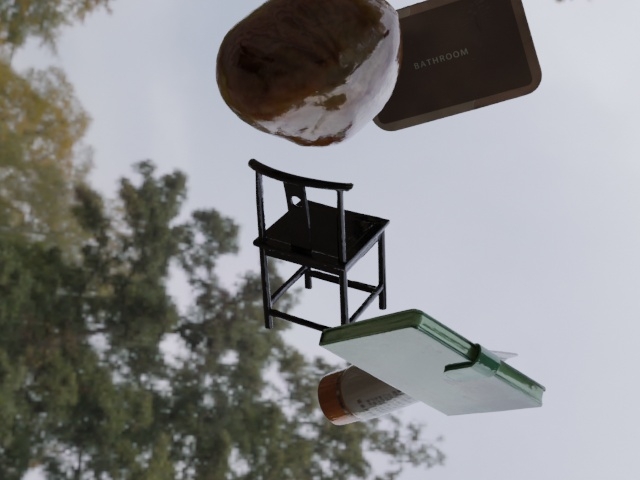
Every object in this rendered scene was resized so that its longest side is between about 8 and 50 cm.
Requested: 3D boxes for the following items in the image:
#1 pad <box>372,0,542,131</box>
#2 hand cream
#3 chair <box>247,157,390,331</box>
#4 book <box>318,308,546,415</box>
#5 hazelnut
[{"bbox_3d":[0.179,-0.268,1.425,0.266,0.002,0.176,-13,-72,21],"label":"pad"},{"bbox_3d":[0.132,0.208,1.453,0.314,0.139,0.089,-20,-110,35],"label":"hand cream"},{"bbox_3d":[0.000,0.000,1.313,0.154,0.141,0.260,14,-55,25],"label":"chair"},{"bbox_3d":[0.080,0.089,0.676,0.103,0.135,0.017,-18,-132,49],"label":"book"},{"bbox_3d":[-0.006,-0.182,1.068,0.186,0.210,0.210,83,-6,-58],"label":"hazelnut"}]
